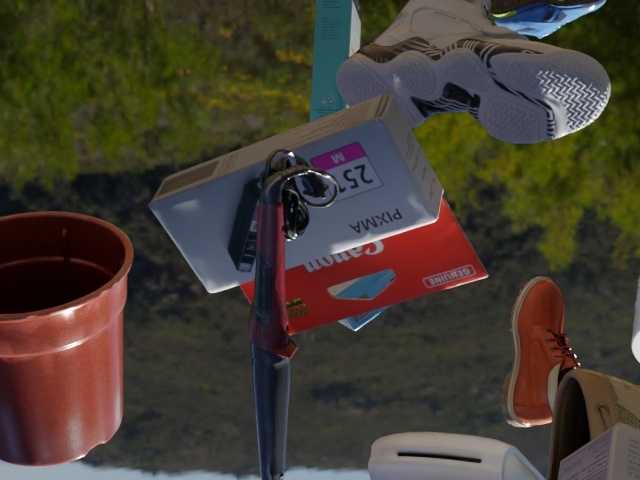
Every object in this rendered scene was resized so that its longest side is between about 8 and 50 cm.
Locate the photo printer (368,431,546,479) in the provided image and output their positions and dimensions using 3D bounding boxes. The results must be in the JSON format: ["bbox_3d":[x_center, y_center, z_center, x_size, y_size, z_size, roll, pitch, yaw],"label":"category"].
[{"bbox_3d":[0.237,0.406,1.875,0.256,0.107,0.307,-2,150,30],"label":"photo printer"}]

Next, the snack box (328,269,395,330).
[{"bbox_3d":[0.053,0.020,1.550,0.187,0.060,0.322,-35,-164,-11],"label":"snack box"}]

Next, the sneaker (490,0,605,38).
[{"bbox_3d":[0.384,-0.380,1.875,0.209,0.069,0.082,-3,144,40],"label":"sneaker"}]

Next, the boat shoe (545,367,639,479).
[{"bbox_3d":[0.220,0.281,0.972,0.110,0.341,0.122,20,159,-19],"label":"boat shoe"}]

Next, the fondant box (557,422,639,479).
[{"bbox_3d":[0.268,0.322,0.780,0.238,0.330,0.096,22,145,-8],"label":"fondant box"}]

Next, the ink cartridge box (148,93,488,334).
[{"bbox_3d":[0.000,0.000,1.171,0.275,0.239,0.060,-18,-151,26],"label":"ink cartridge box"}]

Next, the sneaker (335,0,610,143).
[{"bbox_3d":[0.206,-0.238,1.391,0.366,0.210,0.137,8,142,41],"label":"sneaker"}]

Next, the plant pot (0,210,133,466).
[{"bbox_3d":[-0.376,0.139,1.526,0.273,0.265,0.272,0,-150,0],"label":"plant pot"}]

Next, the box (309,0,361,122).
[{"bbox_3d":[0.024,-0.278,1.807,0.060,0.244,0.100,1,168,10],"label":"box"}]

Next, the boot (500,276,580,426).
[{"bbox_3d":[0.235,0.110,1.152,0.059,0.157,0.085,15,163,-25],"label":"boot"}]

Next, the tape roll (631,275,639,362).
[{"bbox_3d":[0.561,0.114,1.514,0.286,0.100,0.286,11,153,6],"label":"tape roll"}]

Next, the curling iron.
[{"bbox_3d":[-0.025,0.066,0.835,0.068,0.273,0.035,-13,-155,-40],"label":"curling iron"}]
